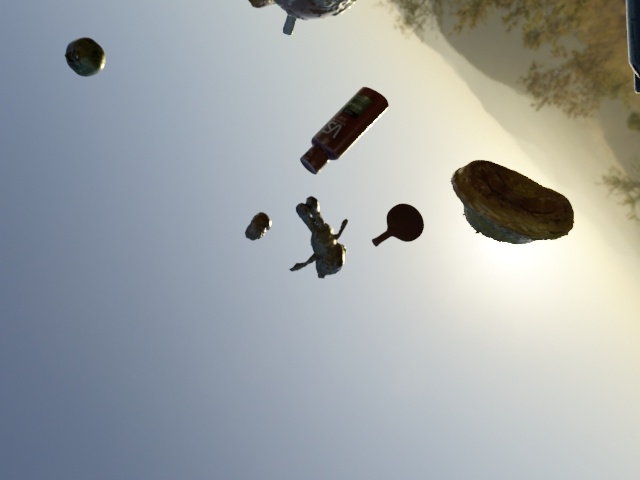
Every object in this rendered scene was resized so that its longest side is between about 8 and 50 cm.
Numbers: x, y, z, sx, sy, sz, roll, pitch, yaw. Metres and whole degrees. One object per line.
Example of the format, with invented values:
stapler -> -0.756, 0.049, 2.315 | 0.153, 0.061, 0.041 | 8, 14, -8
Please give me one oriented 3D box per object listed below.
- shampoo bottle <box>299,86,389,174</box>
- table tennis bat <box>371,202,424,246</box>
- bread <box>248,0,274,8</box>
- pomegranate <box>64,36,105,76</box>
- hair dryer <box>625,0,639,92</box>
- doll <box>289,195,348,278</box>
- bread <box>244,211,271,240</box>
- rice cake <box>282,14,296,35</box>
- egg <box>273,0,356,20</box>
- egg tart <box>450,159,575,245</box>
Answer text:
shampoo bottle -> 0.067, -0.331, 1.786 | 0.118, 0.314, 0.076 | 37, 167, 31
table tennis bat -> 0.187, -0.031, 1.435 | 0.098, 0.154, 0.019 | 55, 156, 5
bread -> -0.114, -0.840, 1.953 | 0.270, 0.139, 0.077 | -30, -90, -40
pomegranate -> -0.741, -0.572, 1.845 | 0.122, 0.122, 0.161 | 47, -165, -7
hair dryer -> 0.764, -0.459, 1.266 | 0.116, 0.302, 0.245 | 17, 129, 50
doll -> 0.011, -0.011, 1.641 | 0.091, 0.286, 0.202 | 24, -142, 32
bread -> -0.203, -0.050, 1.989 | 0.060, 0.082, 0.113 | 34, -137, 6
rice cake -> -0.074, -0.693, 1.746 | 0.033, 0.208, 0.033 | 8, -125, -14
egg -> -0.010, -0.703, 1.520 | 0.279, 0.279, 0.310 | 46, -122, -10
egg tart -> 0.632, -0.106, 2.006 | 0.442, 0.178, 0.443 | 13, -146, -9
